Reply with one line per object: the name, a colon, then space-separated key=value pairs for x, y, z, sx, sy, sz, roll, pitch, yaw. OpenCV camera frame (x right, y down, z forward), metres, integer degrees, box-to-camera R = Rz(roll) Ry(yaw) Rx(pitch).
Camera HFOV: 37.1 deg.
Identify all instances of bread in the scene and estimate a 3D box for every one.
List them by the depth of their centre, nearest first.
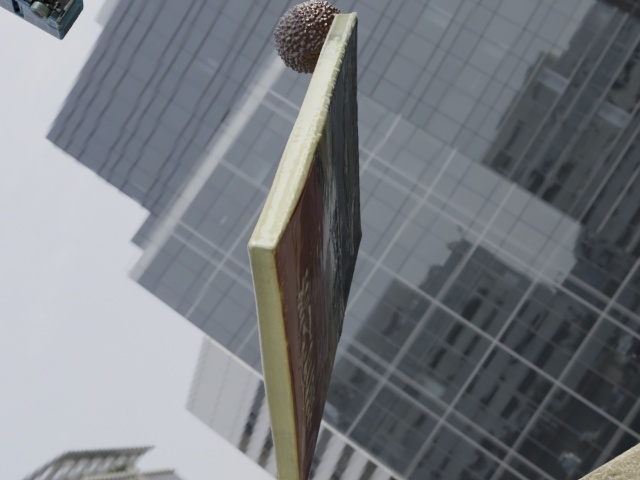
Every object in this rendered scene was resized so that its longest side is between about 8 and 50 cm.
bread: x=0.359 y=0.306 z=1.108 sx=0.152 sy=0.105 sz=0.077 roll=-38 pitch=-32 yaw=18

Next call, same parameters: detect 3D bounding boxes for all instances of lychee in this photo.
lychee: x=-0.012 y=-0.333 z=1.549 sx=0.123 sy=0.123 sz=0.129 roll=-52 pitch=6 yaw=-12

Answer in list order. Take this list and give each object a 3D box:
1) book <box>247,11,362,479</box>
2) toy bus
book: x=0.000 y=0.000 z=0.818 sx=0.374 sy=0.028 sz=0.262 roll=-75 pitch=-14 yaw=-52
toy bus: x=-0.516 y=-0.441 z=1.675 sx=0.090 sy=0.185 sz=0.106 roll=-61 pitch=3 yaw=-15
